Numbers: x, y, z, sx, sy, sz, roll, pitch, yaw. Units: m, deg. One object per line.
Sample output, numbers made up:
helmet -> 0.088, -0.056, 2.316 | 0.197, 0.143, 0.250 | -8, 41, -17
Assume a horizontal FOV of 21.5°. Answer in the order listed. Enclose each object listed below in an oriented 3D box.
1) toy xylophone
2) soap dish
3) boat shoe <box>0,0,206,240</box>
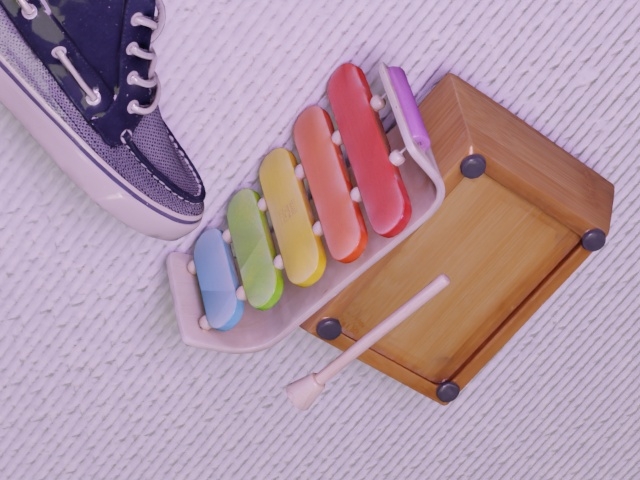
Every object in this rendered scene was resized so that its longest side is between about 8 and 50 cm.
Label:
toy xylophone -> 0.000, 0.000, 1.522 | 0.081, 0.236, 0.322 | 27, 116, -38
soap dish -> 0.119, 0.012, 1.625 | 0.229, 0.118, 0.291 | 31, 110, -29
boat shoe -> -0.174, -0.146, 1.433 | 0.158, 0.127, 0.340 | -33, 125, 18
